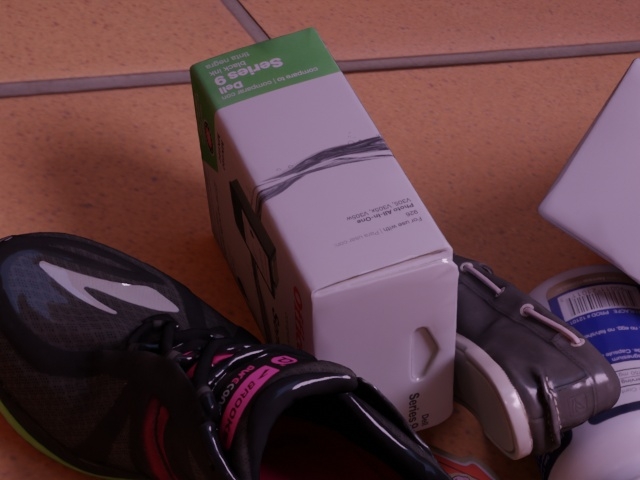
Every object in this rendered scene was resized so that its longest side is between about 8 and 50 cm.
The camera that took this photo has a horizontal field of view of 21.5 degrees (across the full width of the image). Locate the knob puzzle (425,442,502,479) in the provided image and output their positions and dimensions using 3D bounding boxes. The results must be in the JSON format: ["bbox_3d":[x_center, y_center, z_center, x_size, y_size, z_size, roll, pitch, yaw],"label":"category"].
[{"bbox_3d":[0.107,0.227,1.324,0.213,0.030,0.213,15,36,-11],"label":"knob puzzle"}]

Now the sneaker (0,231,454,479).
[{"bbox_3d":[-0.058,0.120,1.208,0.483,0.202,0.185,32,55,15],"label":"sneaker"}]

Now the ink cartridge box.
[{"bbox_3d":[0.000,0.000,1.385,0.121,0.211,0.289,-17,46,-12],"label":"ink cartridge box"}]

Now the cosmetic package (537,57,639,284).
[{"bbox_3d":[0.382,-0.031,1.553,0.230,0.161,0.453,35,13,16],"label":"cosmetic package"}]

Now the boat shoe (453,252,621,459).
[{"bbox_3d":[0.142,0.081,1.394,0.095,0.112,0.335,-18,23,-10],"label":"boat shoe"}]

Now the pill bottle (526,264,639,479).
[{"bbox_3d":[0.249,0.157,1.386,0.153,0.153,0.264,10,38,-17],"label":"pill bottle"}]
